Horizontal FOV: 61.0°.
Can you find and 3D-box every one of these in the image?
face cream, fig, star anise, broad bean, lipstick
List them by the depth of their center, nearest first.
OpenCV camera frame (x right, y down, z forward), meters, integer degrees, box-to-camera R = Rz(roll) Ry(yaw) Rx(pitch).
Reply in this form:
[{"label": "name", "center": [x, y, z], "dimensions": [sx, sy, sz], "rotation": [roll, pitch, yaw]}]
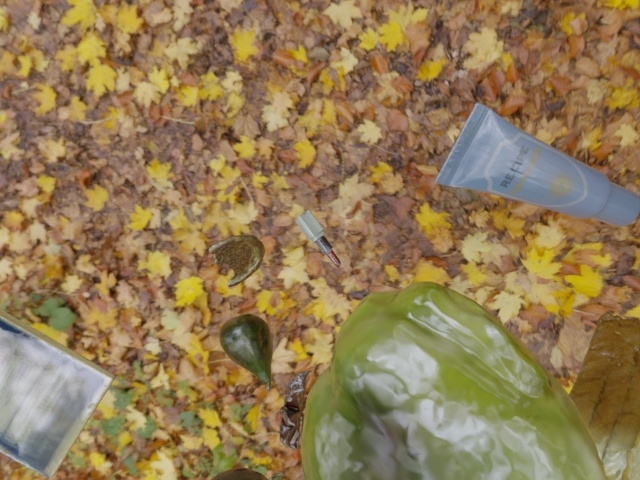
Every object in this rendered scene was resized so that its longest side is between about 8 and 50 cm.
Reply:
[{"label": "broad bean", "center": [0.090, 0.174, 0.419], "dimensions": [0.238, 0.119, 0.290], "rotation": [-14, 94, 32]}, {"label": "lipstick", "center": [0.000, 0.000, 0.888], "dimensions": [0.025, 0.025, 0.107], "rotation": [-37, 93, -24]}, {"label": "face cream", "center": [0.378, -0.103, 0.907], "dimensions": [0.135, 0.386, 0.086], "rotation": [-65, 24, 22]}, {"label": "star anise", "center": [-0.047, 0.303, 0.966], "dimensions": [0.042, 0.141, 0.140], "rotation": [6, 89, 8]}, {"label": "fig", "center": [-0.144, 0.242, 1.186], "dimensions": [0.117, 0.117, 0.177], "rotation": [-29, 101, 17]}]

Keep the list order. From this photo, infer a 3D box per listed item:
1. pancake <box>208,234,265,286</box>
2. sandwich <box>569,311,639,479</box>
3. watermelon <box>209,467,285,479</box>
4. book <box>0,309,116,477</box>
[{"label": "pancake", "center": [-0.230, 0.054, 1.436], "dimensions": [0.184, 0.191, 0.020], "rotation": [-48, 51, 21]}, {"label": "sandwich", "center": [0.368, 0.290, 0.699], "dimensions": [0.099, 0.271, 0.301], "rotation": [13, 122, 39]}, {"label": "watermelon", "center": [-0.097, 0.338, 0.693], "dimensions": [0.133, 0.105, 0.105], "rotation": [-38, 73, -7]}, {"label": "book", "center": [-0.542, 0.238, 0.916], "dimensions": [0.323, 0.018, 0.228], "rotation": [33, 98, -7]}]
